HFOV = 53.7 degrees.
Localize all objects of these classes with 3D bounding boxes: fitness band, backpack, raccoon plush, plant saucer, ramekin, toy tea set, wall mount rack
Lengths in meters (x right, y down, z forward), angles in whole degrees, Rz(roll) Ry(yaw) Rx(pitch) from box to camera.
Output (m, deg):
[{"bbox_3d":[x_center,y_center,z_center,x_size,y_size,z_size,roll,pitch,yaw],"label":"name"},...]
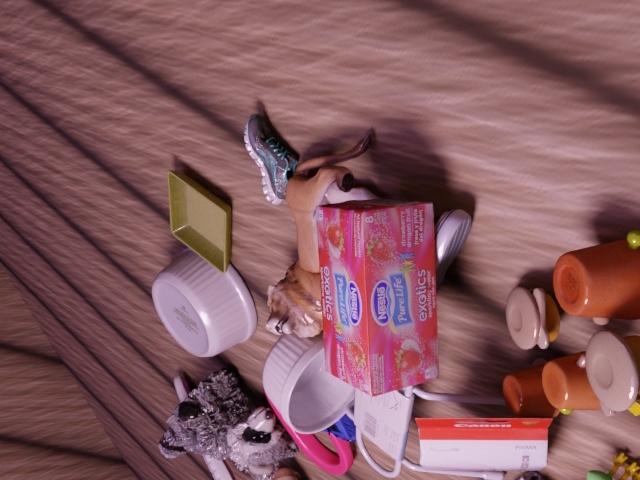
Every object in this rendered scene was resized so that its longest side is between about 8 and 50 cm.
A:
[{"bbox_3d":[-0.024,0.416,1.482,0.291,0.054,0.209,56,146,1],"label":"fitness band"},{"bbox_3d":[0.036,0.369,1.335,0.120,0.098,0.101,-2,119,48],"label":"backpack"},{"bbox_3d":[-0.240,0.538,1.688,0.299,0.216,0.446,43,143,10],"label":"raccoon plush"},{"bbox_3d":[-0.256,-0.047,1.387,0.188,0.045,0.189,35,138,26],"label":"plant saucer"},{"bbox_3d":[-0.286,0.153,1.504,0.272,0.127,0.273,28,135,32],"label":"ramekin"},{"bbox_3d":[0.340,0.128,0.808,0.336,0.124,0.200,110,154,-68],"label":"toy tea set"},{"bbox_3d":[0.179,0.297,1.107,0.304,0.130,0.350,32,138,34],"label":"wall mount rack"},{"bbox_3d":[-0.015,0.256,1.226,0.109,0.207,0.207,31,138,42],"label":"ramekin"}]

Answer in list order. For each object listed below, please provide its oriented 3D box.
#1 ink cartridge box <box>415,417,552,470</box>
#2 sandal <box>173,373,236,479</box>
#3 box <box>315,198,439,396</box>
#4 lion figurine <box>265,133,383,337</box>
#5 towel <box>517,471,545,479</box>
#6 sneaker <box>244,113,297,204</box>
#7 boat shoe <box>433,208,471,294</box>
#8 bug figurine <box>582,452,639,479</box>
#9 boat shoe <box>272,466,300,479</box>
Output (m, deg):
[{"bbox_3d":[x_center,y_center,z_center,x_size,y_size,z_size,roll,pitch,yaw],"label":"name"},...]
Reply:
[{"bbox_3d":[0.240,0.308,0.939,0.188,0.066,0.232,-4,159,12],"label":"ink cartridge box"},{"bbox_3d":[-0.324,0.586,1.903,0.417,0.102,0.169,61,160,15],"label":"sandal"},{"bbox_3d":[0.080,0.072,0.900,0.128,0.122,0.257,12,107,59],"label":"box"},{"bbox_3d":[0.000,0.000,1.084,0.240,0.142,0.393,22,115,46],"label":"lion figurine"},{"bbox_3d":[0.396,0.555,1.058,0.283,0.121,0.235,41,140,19],"label":"towel"},{"bbox_3d":[-0.076,-0.146,1.112,0.076,0.065,0.167,-7,116,32],"label":"sneaker"},{"bbox_3d":[0.154,0.027,0.954,0.075,0.083,0.226,38,141,20],"label":"boat shoe"},{"bbox_3d":[0.425,0.445,0.885,0.216,0.072,0.279,43,114,23],"label":"bug figurine"},{"bbox_3d":[-0.101,0.696,1.743,0.324,0.123,0.117,113,150,-58],"label":"boat shoe"}]
